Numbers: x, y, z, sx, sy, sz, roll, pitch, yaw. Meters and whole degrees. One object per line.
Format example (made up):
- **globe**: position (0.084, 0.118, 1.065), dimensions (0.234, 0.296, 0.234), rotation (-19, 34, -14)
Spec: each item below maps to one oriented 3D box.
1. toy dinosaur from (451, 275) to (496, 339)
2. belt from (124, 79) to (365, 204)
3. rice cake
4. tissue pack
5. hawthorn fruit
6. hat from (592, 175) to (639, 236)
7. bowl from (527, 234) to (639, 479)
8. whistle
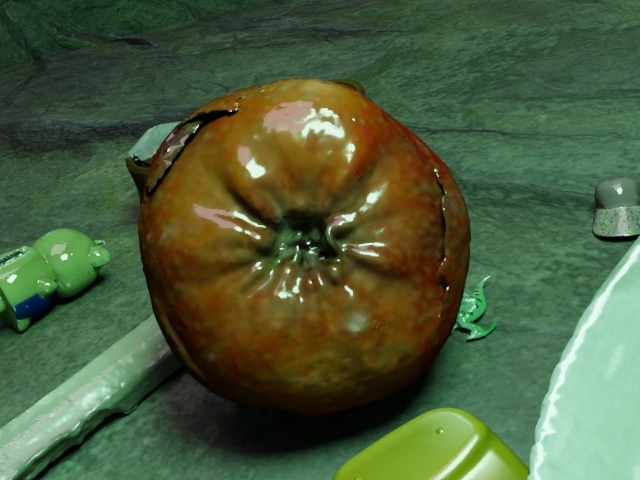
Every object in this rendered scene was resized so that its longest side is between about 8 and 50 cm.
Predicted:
- **toy dinosaur**: position (0.145, 0.061, 0.728), dimensions (0.083, 0.021, 0.062), rotation (-31, 38, -19)
- **belt**: position (-0.090, -0.118, 1.080), dimensions (0.338, 0.122, 0.217), rotation (-21, 29, -8)
- **rice cake**: position (-0.207, 0.146, 0.730), dimensions (0.057, 0.052, 0.256), rotation (13, 40, 39)
- **tissue pack**: position (0.085, 0.189, 0.416), dimensions (0.123, 0.127, 0.178), rotation (-28, 28, -6)
- **hawthorn fruit**: position (0.000, 0.000, 0.689), dimensions (0.276, 0.276, 0.307), rotation (-9, 3, 14)
- **hat**: position (0.304, -0.037, 0.798), dimensions (0.058, 0.042, 0.087), rotation (-6, 29, 20)
- **bowl**: position (0.304, 0.137, 0.258), dimensions (0.434, 0.196, 0.435), rotation (-18, 45, 19)
- **whistle**: position (-0.355, 0.054, 0.946), dimensions (0.105, 0.085, 0.227), rotation (14, 39, 45)
